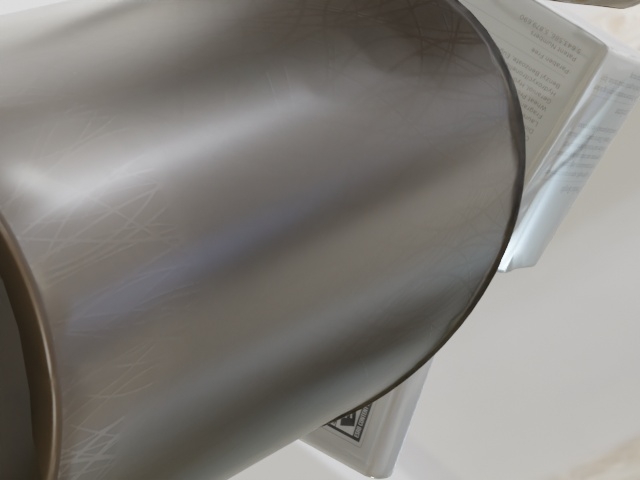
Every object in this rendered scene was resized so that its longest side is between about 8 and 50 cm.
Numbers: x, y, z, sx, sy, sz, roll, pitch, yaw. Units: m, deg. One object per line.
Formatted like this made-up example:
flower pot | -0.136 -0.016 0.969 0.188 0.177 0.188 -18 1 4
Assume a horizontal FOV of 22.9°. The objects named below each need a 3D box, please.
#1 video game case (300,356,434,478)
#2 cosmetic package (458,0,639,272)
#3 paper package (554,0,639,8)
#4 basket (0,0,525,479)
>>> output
video game case | 0.000 0.000 0.955 0.026 0.206 0.227 13 -82 -49
cosmetic package | 0.119 -0.091 1.137 0.184 0.151 0.151 -59 -21 13
paper package | 0.159 -0.245 0.691 0.309 0.168 0.325 -2 -17 -46
basket | -0.068 0.009 0.428 0.204 0.154 0.227 -30 -2 25
